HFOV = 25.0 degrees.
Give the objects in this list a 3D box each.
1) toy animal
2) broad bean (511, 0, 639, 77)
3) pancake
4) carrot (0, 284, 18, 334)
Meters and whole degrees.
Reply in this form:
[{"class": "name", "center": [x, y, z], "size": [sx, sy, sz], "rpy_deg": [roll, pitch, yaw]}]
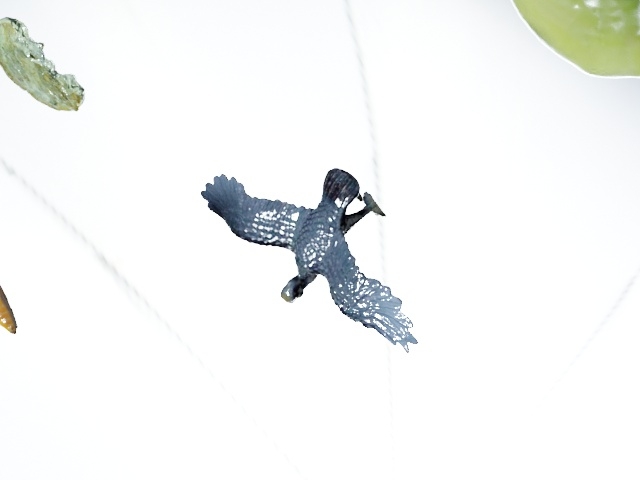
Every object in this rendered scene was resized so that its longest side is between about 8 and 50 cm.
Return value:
[{"class": "toy animal", "center": [0.000, 0.000, 1.094], "size": [0.220, 0.108, 0.062], "rpy_deg": [39, -177, 24]}, {"class": "broad bean", "center": [0.285, -0.259, 1.294], "size": [0.291, 0.238, 0.119], "rpy_deg": [56, -164, 1]}, {"class": "pancake", "center": [-0.312, -0.188, 1.574], "size": [0.116, 0.022, 0.129], "rpy_deg": [-2, 131, 55]}, {"class": "carrot", "center": [-0.394, -0.008, 1.546], "size": [0.257, 0.061, 0.061], "rpy_deg": [64, 180, 5]}]
